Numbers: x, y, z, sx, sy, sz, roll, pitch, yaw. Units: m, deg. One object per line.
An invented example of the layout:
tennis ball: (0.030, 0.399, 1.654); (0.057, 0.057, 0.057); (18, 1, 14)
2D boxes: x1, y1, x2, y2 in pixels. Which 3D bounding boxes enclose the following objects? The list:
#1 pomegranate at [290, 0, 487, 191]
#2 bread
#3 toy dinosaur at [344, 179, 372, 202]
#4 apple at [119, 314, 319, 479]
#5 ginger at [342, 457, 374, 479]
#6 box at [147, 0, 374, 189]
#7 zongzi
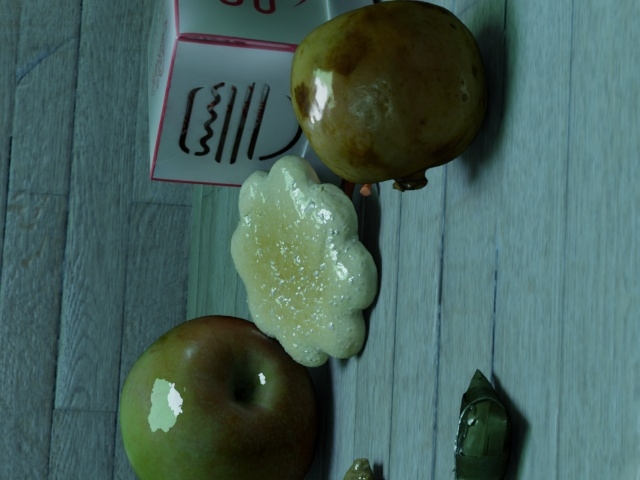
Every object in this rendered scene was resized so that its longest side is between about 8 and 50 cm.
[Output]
pomegranate: (0.073, -0.153, 1.442); (0.215, 0.215, 0.215); (-176, 90, -77)
bread: (-0.034, 0.036, 1.907); (0.316, 0.054, 0.316); (19, 115, 47)
toy dinosaur: (0.052, -0.099, 1.866); (0.101, 0.055, 0.280); (-93, 10, -65)
apple: (-0.150, 0.272, 2.044); (0.277, 0.319, 0.319); (129, 143, -67)
ginger: (0.054, 0.363, 1.699); (0.193, 0.052, 0.176); (138, 132, -64)
box: (-0.096, -0.281, 1.993); (0.314, 0.300, 0.312); (109, 161, -48)
zongzi: (0.160, 0.202, 1.334); (0.119, 0.055, 0.109); (-89, 6, -72)
